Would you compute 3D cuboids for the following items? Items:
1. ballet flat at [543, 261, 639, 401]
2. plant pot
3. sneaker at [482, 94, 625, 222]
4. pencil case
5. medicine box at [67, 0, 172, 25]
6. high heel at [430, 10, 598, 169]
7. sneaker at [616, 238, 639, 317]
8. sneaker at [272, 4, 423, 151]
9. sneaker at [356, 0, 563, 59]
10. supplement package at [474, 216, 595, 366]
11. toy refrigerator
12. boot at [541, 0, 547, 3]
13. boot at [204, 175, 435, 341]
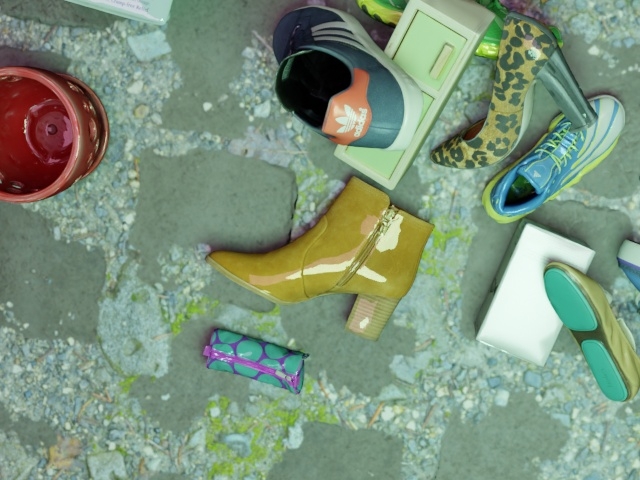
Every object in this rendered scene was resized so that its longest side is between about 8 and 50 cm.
[{"bbox_3d":[0.372,0.111,1.387,0.073,0.080,0.232,-40,111,-29],"label":"ballet flat"},{"bbox_3d":[-0.408,-0.154,1.490,0.191,0.174,0.191,1,97,7],"label":"plant pot"},{"bbox_3d":[0.329,-0.106,1.422,0.240,0.126,0.091,-44,91,11],"label":"sneaker"},{"bbox_3d":[-0.096,0.180,1.544,0.152,0.070,0.064,15,99,6],"label":"pencil case"},{"bbox_3d":[-0.248,-0.445,1.372,0.149,0.263,0.289,13,99,-14],"label":"medicine box"},{"bbox_3d":[0.222,-0.200,1.396,0.261,0.093,0.186,-18,119,40],"label":"high heel"},{"bbox_3d":[0.497,0.175,1.432,0.323,0.130,0.236,34,97,-4],"label":"sneaker"},{"bbox_3d":[-0.010,-0.227,1.350,0.148,0.350,0.131,0,116,-30],"label":"sneaker"},{"bbox_3d":[0.198,-0.326,1.421,0.295,0.109,0.123,20,103,5],"label":"sneaker"},{"bbox_3d":[0.300,0.070,1.460,0.105,0.105,0.179,22,99,3],"label":"supplement package"},{"bbox_3d":[0.122,-0.206,1.393,0.102,0.094,0.269,33,128,5],"label":"toy refrigerator"},{"bbox_3d":[0.371,-0.369,1.414,0.152,0.073,0.197,-33,80,9],"label":"boot"},{"bbox_3d":[0.001,0.000,1.502,0.295,0.104,0.211,22,94,-1],"label":"boot"}]
